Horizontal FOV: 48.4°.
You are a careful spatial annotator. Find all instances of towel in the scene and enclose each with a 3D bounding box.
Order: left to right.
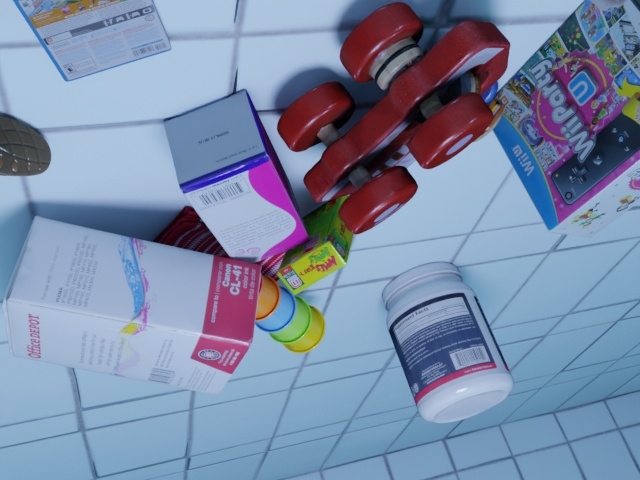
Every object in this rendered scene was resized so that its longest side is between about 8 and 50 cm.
[{"bbox_3d":[-0.160,0.035,1.147,0.274,0.031,0.199,13,138,-43],"label":"towel"}]

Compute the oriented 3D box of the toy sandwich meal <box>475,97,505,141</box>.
[{"bbox_3d":[0.217,-0.170,0.984,0.029,0.086,0.085,37,123,-23],"label":"toy sandwich meal"}]

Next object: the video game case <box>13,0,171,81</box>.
[{"bbox_3d":[-0.226,-0.230,0.688,0.119,0.015,0.166,-17,150,-2],"label":"video game case"}]

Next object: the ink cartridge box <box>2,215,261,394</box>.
[{"bbox_3d":[-0.257,0.100,0.988,0.306,0.131,0.226,15,149,-14],"label":"ink cartridge box"}]

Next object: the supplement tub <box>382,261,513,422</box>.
[{"bbox_3d":[0.243,0.201,1.402,0.191,0.272,0.191,-14,150,-8],"label":"supplement tub"}]

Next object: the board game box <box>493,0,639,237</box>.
[{"bbox_3d":[0.376,-0.180,0.901,0.097,0.224,0.303,4,142,-36],"label":"board game box"}]

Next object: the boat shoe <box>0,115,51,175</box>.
[{"bbox_3d":[-0.384,-0.105,0.772,0.060,0.064,0.178,0,177,43],"label":"boat shoe"}]

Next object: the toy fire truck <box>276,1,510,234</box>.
[{"bbox_3d":[0.113,-0.155,0.892,0.302,0.169,0.254,-43,168,33],"label":"toy fire truck"}]

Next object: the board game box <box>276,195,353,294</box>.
[{"bbox_3d":[0.000,0.000,1.044,0.092,0.181,0.043,-31,107,21],"label":"board game box"}]

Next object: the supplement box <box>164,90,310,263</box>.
[{"bbox_3d":[-0.101,-0.070,0.924,0.111,0.114,0.220,-21,149,2],"label":"supplement box"}]

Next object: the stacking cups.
[{"bbox_3d":[-0.085,0.110,1.196,0.096,0.096,0.316,-24,153,10],"label":"stacking cups"}]
